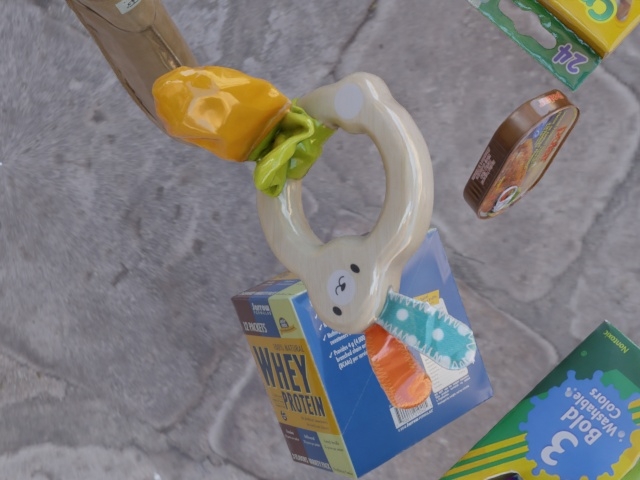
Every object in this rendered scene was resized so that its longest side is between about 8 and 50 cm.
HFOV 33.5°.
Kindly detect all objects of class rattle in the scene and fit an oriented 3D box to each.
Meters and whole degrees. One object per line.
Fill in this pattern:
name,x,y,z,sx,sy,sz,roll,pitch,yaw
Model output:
rattle,0.000,0.000,0.603,0.130,0.143,0.199,-14,78,20

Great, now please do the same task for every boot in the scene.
boot,-0.210,-0.220,1.004,0.089,0.269,0.236,-41,65,-6

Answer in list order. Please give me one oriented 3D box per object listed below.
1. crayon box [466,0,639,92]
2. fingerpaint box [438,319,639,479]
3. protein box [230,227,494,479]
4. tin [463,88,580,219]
crayon box,0.332,-0.360,1.235,0.203,0.083,0.323,42,100,6
fingerpaint box,0.256,0.341,0.815,0.371,0.445,0.163,-43,137,0
protein box,0.047,0.115,1.154,0.200,0.136,0.201,-25,100,-29
tin,0.224,-0.095,1.196,0.106,0.189,0.040,-20,63,-28
